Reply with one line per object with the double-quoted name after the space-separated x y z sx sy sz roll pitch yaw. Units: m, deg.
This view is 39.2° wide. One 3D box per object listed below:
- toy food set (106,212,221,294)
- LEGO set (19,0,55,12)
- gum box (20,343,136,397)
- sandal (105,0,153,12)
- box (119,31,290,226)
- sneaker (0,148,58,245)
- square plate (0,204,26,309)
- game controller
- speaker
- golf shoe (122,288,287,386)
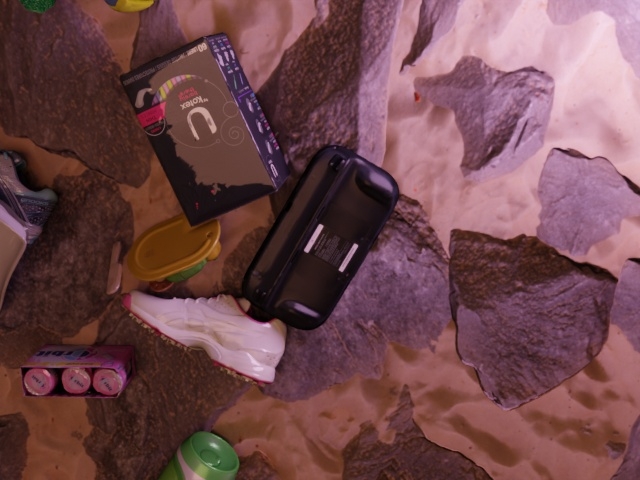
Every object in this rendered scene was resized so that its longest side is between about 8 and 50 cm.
-0.263 0.032 1.583 0.218 0.128 0.071 -20 137 9 "toy food set"
-0.544 -0.520 1.443 0.331 0.192 0.255 3 125 -8 "LEGO set"
-0.436 0.239 1.649 0.188 0.107 0.062 0 105 7 "gum box"
-0.253 -0.507 1.422 0.138 0.126 0.317 37 98 0 "sandal"
-0.185 -0.185 1.482 0.165 0.143 0.270 -23 102 13 "box"
-0.587 -0.122 1.587 0.283 0.110 0.122 40 87 -6 "sneaker"
-0.657 -0.049 1.548 0.344 0.049 0.347 40 144 -5 "square plate"
0.000 0.000 1.544 0.166 0.067 0.319 28 100 -16 "game controller"
-0.274 0.504 1.691 0.131 0.131 0.296 34 107 -3 "speaker"
-0.201 0.144 1.609 0.306 0.115 0.140 26 82 3 "golf shoe"
